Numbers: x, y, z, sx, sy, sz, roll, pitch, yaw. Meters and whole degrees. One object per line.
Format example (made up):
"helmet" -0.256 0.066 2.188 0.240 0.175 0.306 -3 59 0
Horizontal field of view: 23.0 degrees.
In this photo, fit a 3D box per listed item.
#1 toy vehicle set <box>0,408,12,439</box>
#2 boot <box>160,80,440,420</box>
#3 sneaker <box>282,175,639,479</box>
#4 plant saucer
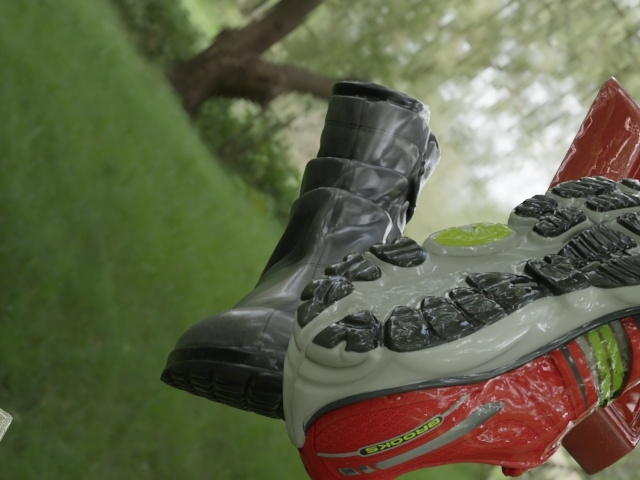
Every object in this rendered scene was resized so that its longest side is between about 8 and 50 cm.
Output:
"toy vehicle set" -0.246 0.136 0.550 0.166 0.267 0.035 36 -19 -25
"boot" 0.000 0.000 0.978 0.118 0.223 0.338 16 -4 5
"sneaker" 0.105 0.049 0.734 0.107 0.279 0.118 47 -39 50
"plant saucer" 0.254 0.040 1.322 0.048 0.259 0.258 13 -24 41
